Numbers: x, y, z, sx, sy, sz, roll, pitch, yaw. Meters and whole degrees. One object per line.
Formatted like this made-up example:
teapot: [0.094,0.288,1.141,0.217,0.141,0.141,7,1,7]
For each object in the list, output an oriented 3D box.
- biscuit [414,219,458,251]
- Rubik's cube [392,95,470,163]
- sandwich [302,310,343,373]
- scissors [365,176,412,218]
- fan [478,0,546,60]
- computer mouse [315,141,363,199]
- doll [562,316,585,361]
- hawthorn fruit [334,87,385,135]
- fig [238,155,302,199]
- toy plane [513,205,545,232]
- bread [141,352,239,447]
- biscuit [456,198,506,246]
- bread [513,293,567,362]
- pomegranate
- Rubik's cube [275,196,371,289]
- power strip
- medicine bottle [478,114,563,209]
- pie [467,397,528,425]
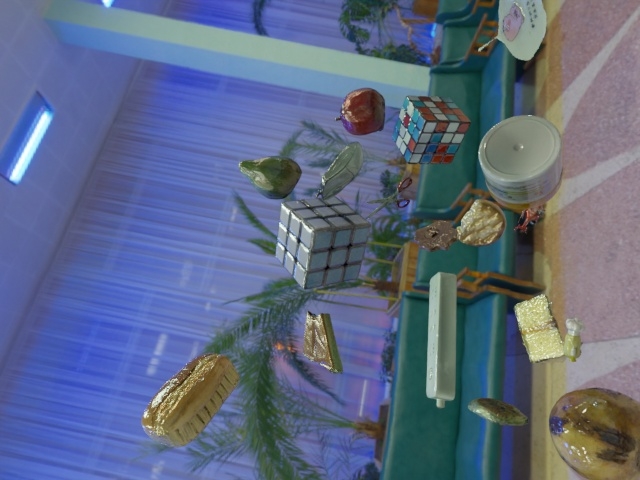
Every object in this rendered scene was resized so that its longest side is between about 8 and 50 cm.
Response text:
biscuit: [0.505,-0.009,1.763,0.215,0.182,0.034,-105,-10,-61]
Rubik's cube: [0.331,-0.337,1.247,0.154,0.155,0.151,104,155,-44]
sandwich: [0.010,0.406,1.686,0.245,0.063,0.211,12,98,55]
scissors: [0.282,-0.164,1.673,0.017,0.248,0.144,39,144,40]
fan: [0.421,-0.482,0.934,0.310,0.010,0.182,-96,-11,-83]
computer mouse: [0.070,-0.201,1.226,0.228,0.069,0.113,-55,-18,-16]
doll: [0.932,0.360,1.500,0.106,0.062,0.162,-19,-69,-65]
hawthorn fruit: [0.186,-0.604,1.925,0.215,0.250,0.214,-12,-90,-68]
fig: [-0.136,-0.179,1.075,0.123,0.156,0.123,-56,14,21]
toy plane: [0.796,-0.095,1.544,0.194,0.077,0.126,-30,-33,-53]
bread: [-0.306,0.367,0.971,0.236,0.140,0.106,-48,-55,-48]
biscuit: [0.836,-0.078,2.107,0.091,0.213,0.274,-52,-8,-49]
bread: [0.937,0.379,1.723,0.178,0.142,0.265,-29,51,40]
pomegranate: [0.938,0.646,1.355,0.322,0.323,0.321,11,-90,-89]
Rubik's cube: [0.000,0.000,1.825,0.304,0.306,0.300,42,133,44]
power strip: [0.352,0.282,1.186,0.091,0.063,0.384,103,176,-66]
medicine bottle: [0.656,-0.249,1.336,0.232,0.238,0.237,32,-115,-54]
pie: [0.590,0.569,1.357,0.187,0.187,0.041,83,-163,-86]
